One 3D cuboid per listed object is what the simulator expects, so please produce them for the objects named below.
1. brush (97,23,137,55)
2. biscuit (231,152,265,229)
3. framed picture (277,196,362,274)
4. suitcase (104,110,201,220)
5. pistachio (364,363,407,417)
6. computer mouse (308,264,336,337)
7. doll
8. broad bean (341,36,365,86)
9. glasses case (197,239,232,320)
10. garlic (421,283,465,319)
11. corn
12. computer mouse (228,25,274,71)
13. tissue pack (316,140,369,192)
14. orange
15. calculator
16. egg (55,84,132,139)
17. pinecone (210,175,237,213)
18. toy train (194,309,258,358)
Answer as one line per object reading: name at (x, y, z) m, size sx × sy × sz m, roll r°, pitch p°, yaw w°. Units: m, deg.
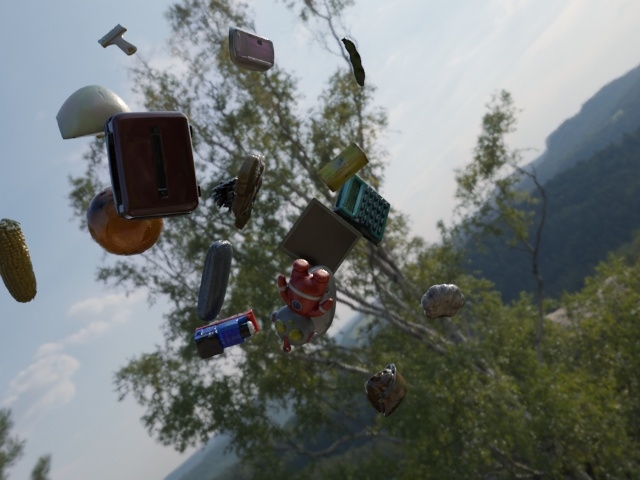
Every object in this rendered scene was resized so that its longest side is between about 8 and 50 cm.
brush at (-0.666, -0.660, 1.958) m, size 0.103 × 0.272 × 0.013 m, roll -43°, pitch -44°, yaw -7°
biscuit at (-0.210, -0.140, 1.712) m, size 0.320 × 0.047 × 0.183 m, roll 112°, pitch -176°, yaw -48°
framed picture at (0.000, 0.000, 2.204) m, size 0.296 × 0.019 × 0.232 m, roll 36°, pitch -90°, yaw -38°
suitcase at (-0.469, -0.208, 1.633) m, size 0.236 × 0.297 × 0.161 m, roll -9°, pitch 3°, yaw -29°
pistachio at (0.202, 0.469, 1.845) m, size 0.210 × 0.130 × 0.165 m, roll 90°, pitch -167°, yaw -68°
computer mouse at (-0.013, 0.244, 2.178) m, size 0.184 × 0.121 × 0.297 m, roll -9°, pitch -62°, yaw -48°
doll at (-0.073, 0.226, 1.887) m, size 0.105 × 0.199 × 0.337 m, roll -38°, pitch -29°, yaw -58°
broad bean at (0.151, -0.775, 2.539) m, size 0.065 × 0.046 × 0.255 m, roll -53°, pitch -43°, yaw -26°
glasses case at (-0.348, 0.134, 1.940) m, size 0.109 × 0.067 × 0.283 m, roll -18°, pitch -55°, yaw -64°
garlic at (0.450, 0.224, 2.185) m, size 0.159 × 0.147 × 0.102 m, roll -33°, pitch 32°, yaw 16°
corn at (-0.849, 0.059, 1.627) m, size 0.091 × 0.091 × 0.260 m, roll -16°, pitch -54°, yaw -21°
computer mouse at (-0.238, -0.642, 1.976) m, size 0.056 × 0.126 × 0.245 m, roll 2°, pitch 8°, yaw 30°
tissue pack at (0.081, -0.256, 2.075) m, size 0.176 × 0.062 × 0.095 m, roll -41°, pitch -22°, yaw 2°
orange at (-0.644, -0.071, 1.943) m, size 0.246 × 0.246 × 0.246 m, roll -39°, pitch -10°, yaw -8°
calculator at (0.184, -0.132, 2.479) m, size 0.058 × 0.274 × 0.248 m, roll -28°, pitch 34°, yaw 45°
egg at (-0.718, -0.420, 1.904) m, size 0.206 × 0.162 × 0.271 m, roll -9°, pitch 11°, yaw 17°
pinecone at (-0.315, -0.159, 2.075) m, size 0.140 × 0.121 × 0.140 m, roll -20°, pitch 18°, yaw 7°
toy train at (-0.315, 0.313, 1.970) m, size 0.203 × 0.083 × 0.131 m, roll -18°, pitch 17°, yaw 0°
